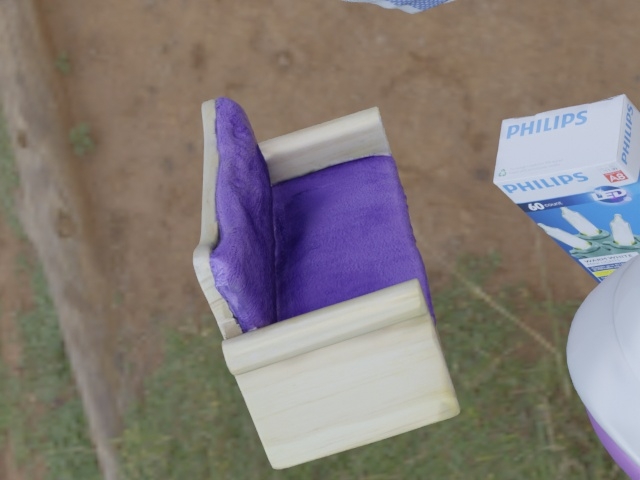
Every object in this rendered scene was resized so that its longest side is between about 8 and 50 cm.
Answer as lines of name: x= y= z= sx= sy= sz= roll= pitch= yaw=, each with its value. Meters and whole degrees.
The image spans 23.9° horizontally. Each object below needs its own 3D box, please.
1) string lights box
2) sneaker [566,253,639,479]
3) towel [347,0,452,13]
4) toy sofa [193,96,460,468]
string lights box: x=0.294 y=-0.036 z=1.490 sx=0.133 sy=0.259 sz=0.077 roll=-10 pitch=57 yaw=37
sneaker: x=0.186 y=-0.029 z=0.431 sx=0.114 sy=0.305 sz=0.152 roll=38 pitch=127 yaw=11
towel: x=0.098 y=-0.136 z=0.444 sx=0.285 sy=0.209 sz=0.034 roll=-19 pitch=83 yaw=32
toy sofa: x=0.000 y=0.000 z=1.211 sx=0.150 sy=0.362 sz=0.177 roll=-16 pitch=115 yaw=5
